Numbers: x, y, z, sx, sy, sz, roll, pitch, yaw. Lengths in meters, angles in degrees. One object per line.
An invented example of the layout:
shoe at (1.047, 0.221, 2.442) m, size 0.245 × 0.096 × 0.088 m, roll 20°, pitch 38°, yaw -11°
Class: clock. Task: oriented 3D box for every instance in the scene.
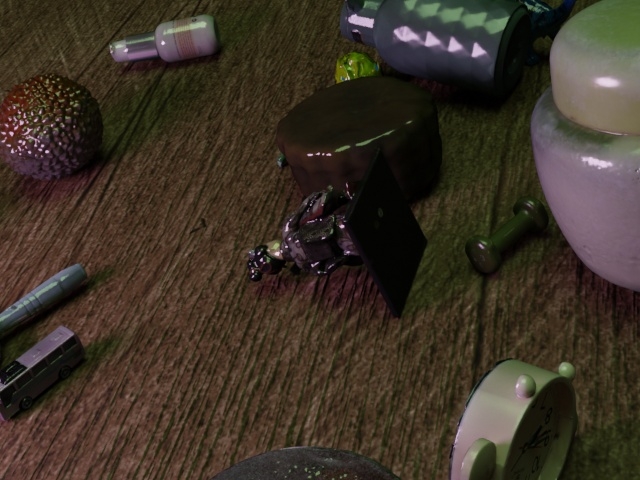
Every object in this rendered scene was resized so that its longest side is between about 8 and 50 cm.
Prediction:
clock at (0.179, 0.187, 1.019) m, size 0.063 × 0.156 × 0.229 m, roll 16°, pitch 12°, yaw 33°

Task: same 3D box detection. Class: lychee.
lychee at (-0.418, -0.178, 1.687) m, size 0.165 × 0.165 × 0.197 m, roll -9°, pitch 30°, yaw 6°

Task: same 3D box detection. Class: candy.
candy at (0.012, -0.200, 1.672) m, size 0.077 × 0.073 × 0.262 m, roll 24°, pitch 55°, yaw 25°

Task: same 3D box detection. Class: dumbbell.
dumbbell at (0.232, -0.008, 1.349) m, size 0.118 × 0.052 × 0.046 m, roll -36°, pitch 14°, yaw -28°

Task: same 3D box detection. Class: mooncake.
mooncake at (0.057, -0.133, 1.514) m, size 0.228 × 0.124 × 0.228 m, roll -13°, pitch 33°, yaw 9°

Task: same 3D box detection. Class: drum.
drum at (-0.401, 0.115, 1.383) m, size 0.253 × 0.049 × 0.130 m, roll -26°, pitch 38°, yaw -17°

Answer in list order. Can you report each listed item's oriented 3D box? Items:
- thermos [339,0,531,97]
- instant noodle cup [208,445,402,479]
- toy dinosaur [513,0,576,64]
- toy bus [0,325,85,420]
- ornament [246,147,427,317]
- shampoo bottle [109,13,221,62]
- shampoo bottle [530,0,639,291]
thermos at (0.174, -0.316, 1.687) m, size 0.286 × 0.182 × 0.145 m, roll 18°, pitch 81°, yaw 25°
instant noodle cup at (-0.007, 0.312, 0.870) m, size 0.217 × 0.207 × 0.217 m, roll -8°, pitch 36°, yaw 6°
toy dinosaur at (0.316, -0.342, 1.717) m, size 0.076 × 0.144 × 0.329 m, roll -39°, pitch 31°, yaw -25°
toy bus at (-0.344, 0.158, 1.307) m, size 0.037 × 0.052 × 0.130 m, roll 24°, pitch 50°, yaw 36°
ornament at (0.000, 0.000, 1.357) m, size 0.196 × 0.166 × 0.153 m, roll -12°, pitch 32°, yaw 27°
shampoo bottle at (-0.277, -0.353, 1.948) m, size 0.192 × 0.074 × 0.074 m, roll -11°, pitch 36°, yaw 7°
shampoo bottle at (0.404, -0.109, 1.223) m, size 0.322 × 0.317 × 0.322 m, roll -12°, pitch 26°, yaw 6°
